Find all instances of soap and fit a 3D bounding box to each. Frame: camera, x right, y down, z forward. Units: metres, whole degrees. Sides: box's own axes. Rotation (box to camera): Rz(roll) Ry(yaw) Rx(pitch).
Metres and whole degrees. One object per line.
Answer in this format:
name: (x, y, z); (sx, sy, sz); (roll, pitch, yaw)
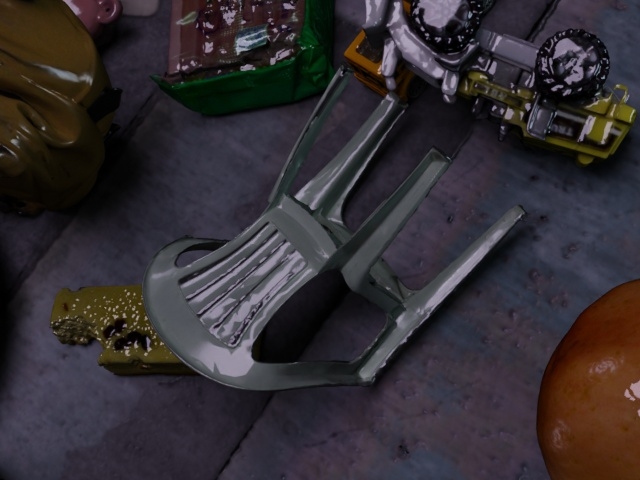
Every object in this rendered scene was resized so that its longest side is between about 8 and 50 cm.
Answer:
soap: (-0.065, -0.278, 1.265); (0.218, 0.098, 0.273); (-9, 65, 20)

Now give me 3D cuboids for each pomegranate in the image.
pomegranate: (0.263, 0.126, 0.895); (0.209, 0.209, 0.209); (-9, 65, 19)

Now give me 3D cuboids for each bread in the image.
bread: (-0.165, 0.086, 1.178); (0.226, 0.049, 0.088); (-4, 67, 22)

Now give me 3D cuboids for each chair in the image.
chair: (0.000, 0.000, 1.064); (0.203, 0.190, 0.275); (44, 101, 31)

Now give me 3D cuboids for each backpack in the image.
backpack: (-0.378, -0.170, 1.181); (0.378, 0.353, 0.201); (26, 75, -11)

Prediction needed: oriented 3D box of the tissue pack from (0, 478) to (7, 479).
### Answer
tissue pack: (-0.342, 0.238, 1.083); (0.183, 0.226, 0.092); (32, 84, 31)

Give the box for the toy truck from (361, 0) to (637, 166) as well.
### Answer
toy truck: (0.142, -0.156, 1.071); (0.286, 0.136, 0.111); (24, 91, 7)

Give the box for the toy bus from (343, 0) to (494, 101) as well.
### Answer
toy bus: (0.098, -0.217, 1.184); (0.069, 0.074, 0.162); (37, 86, 32)

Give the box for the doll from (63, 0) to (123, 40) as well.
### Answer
doll: (-0.336, -0.270, 1.379); (0.262, 0.093, 0.211); (18, 85, 25)
